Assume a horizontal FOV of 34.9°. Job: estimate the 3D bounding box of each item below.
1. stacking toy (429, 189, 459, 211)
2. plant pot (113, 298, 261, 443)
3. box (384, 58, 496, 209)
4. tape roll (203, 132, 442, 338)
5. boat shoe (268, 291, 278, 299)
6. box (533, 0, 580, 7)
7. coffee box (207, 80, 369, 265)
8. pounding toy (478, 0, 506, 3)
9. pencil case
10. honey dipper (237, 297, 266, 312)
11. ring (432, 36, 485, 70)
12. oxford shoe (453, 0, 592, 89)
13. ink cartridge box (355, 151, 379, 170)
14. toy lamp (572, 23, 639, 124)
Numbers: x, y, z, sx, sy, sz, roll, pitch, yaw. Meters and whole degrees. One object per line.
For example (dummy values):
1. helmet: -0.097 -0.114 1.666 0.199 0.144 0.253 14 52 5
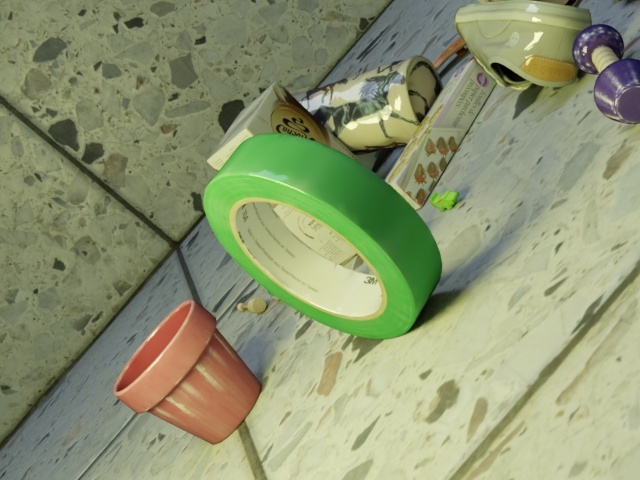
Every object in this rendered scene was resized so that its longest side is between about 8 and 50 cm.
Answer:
1. stacking toy: 0.107 0.000 1.577 0.167 0.052 0.221 -54 15 -22
2. plant pot: -0.204 0.226 1.653 0.201 0.180 0.201 -46 13 14
3. box: 0.202 -0.178 1.747 0.067 0.063 0.324 -26 26 56
4. tape roll: 0.000 0.000 1.327 0.077 0.321 0.321 -55 15 -25
5. boat shoe: -0.070 0.072 1.904 0.066 0.066 0.183 -55 14 -24
6. box: 0.428 -0.440 1.849 0.164 0.021 0.201 -51 13 -11
7. coffee box: -0.031 -0.109 1.788 0.119 0.297 0.168 -35 19 38
8. pounding toy: 0.361 -0.509 1.935 0.155 0.154 0.269 -49 -15 20
9. pencil case: 0.038 -0.218 1.908 0.410 0.160 0.183 -13 -9 27
10. honey dipper: -0.142 0.132 2.056 0.030 0.030 0.160 -52 11 -14
11. ring: 0.252 -0.322 2.064 0.336 0.032 0.336 -46 13 13
12. oxford shoe: 0.307 -0.309 1.633 0.449 0.169 0.130 -117 34 -77
13. ink cartridge box: 0.042 -0.179 2.131 0.212 0.093 0.154 -13 52 67
14. toy lamp: 0.369 -0.209 1.272 0.080 0.080 0.275 -43 14 22
